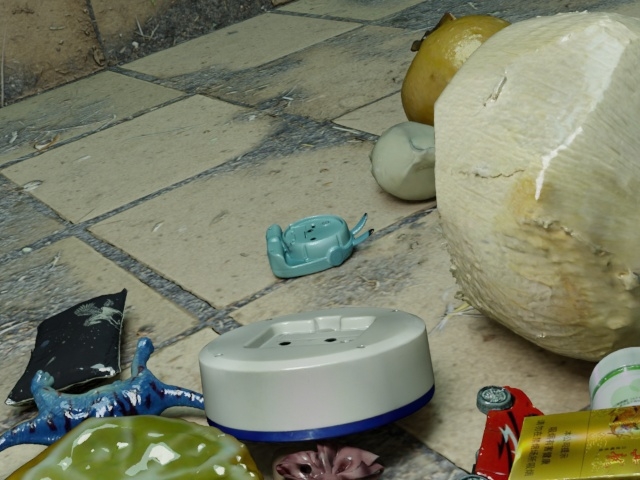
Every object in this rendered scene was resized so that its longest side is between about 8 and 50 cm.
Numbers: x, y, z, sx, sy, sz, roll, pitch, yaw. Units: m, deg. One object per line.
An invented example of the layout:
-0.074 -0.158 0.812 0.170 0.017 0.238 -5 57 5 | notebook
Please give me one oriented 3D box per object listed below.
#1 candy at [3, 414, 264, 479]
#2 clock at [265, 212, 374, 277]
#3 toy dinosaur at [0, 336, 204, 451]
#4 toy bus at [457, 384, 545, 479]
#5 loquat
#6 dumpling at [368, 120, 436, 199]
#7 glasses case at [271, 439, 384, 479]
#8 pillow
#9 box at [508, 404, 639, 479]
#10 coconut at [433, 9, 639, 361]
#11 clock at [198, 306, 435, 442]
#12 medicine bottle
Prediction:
-0.164 0.250 0.887 0.259 0.118 0.260 -9 26 4 | candy
0.000 0.001 1.429 0.147 0.045 0.108 -13 25 0 | clock
-0.232 0.181 1.127 0.329 0.076 0.144 -8 29 -14 | toy dinosaur
0.164 0.201 0.871 0.089 0.081 0.195 4 28 15 | toy bus
0.233 -0.239 1.603 0.243 0.244 0.244 -11 24 5 | loquat
0.155 -0.114 1.542 0.155 0.111 0.181 13 25 -19 | dumpling
0.012 0.227 0.900 0.102 0.070 0.193 -13 24 -2 | glasses case
-0.302 0.130 1.292 0.141 0.055 0.208 -18 24 4 | pillow
0.224 0.158 0.794 0.156 0.022 0.089 -11 25 27 | box
0.282 -0.056 1.049 0.346 0.346 0.360 -24 18 -22 | coconut
-0.004 0.127 1.043 0.230 0.083 0.230 -6 6 1 | clock
0.270 0.172 0.867 0.086 0.086 0.183 -7 24 14 | medicine bottle
